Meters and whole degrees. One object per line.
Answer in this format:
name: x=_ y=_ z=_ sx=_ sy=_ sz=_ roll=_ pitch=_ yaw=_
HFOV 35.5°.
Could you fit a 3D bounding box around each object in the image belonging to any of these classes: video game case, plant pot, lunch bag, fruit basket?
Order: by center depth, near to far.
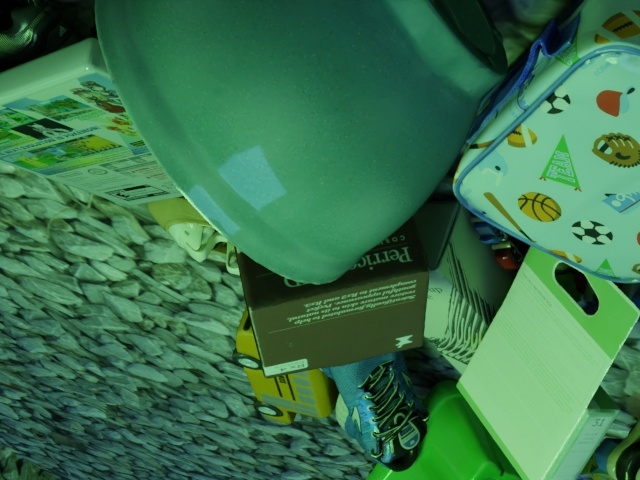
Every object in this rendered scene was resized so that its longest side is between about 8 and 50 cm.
plant pot: x=0.011 y=-0.143 z=0.737 sx=0.196 sy=0.293 sz=0.293 roll=-33 pitch=127 yaw=24
lunch bag: x=0.253 y=-0.085 z=0.817 sx=0.243 sy=0.115 sz=0.303 roll=28 pitch=152 yaw=-7
video game case: x=-0.220 y=-0.110 z=1.068 sx=0.329 sy=0.036 sz=0.300 roll=-7 pitch=161 yaw=41
fruit basket: x=0.187 y=0.406 z=1.579 sx=0.283 sy=0.392 sz=0.392 roll=32 pitch=150 yaw=-21

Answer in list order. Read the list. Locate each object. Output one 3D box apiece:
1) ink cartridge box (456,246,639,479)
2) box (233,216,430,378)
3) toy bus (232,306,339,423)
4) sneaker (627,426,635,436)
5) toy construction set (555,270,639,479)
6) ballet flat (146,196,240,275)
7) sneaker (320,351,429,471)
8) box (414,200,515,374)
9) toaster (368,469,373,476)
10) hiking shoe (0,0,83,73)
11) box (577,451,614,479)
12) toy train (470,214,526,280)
ink cartridge box: x=0.242 y=0.118 z=1.027 sx=0.056 sy=0.171 sz=0.235 roll=7 pitch=121 yaw=-30
box: x=0.000 y=0.000 z=0.983 sx=0.169 sy=0.203 sz=0.167 roll=-12 pitch=150 yaw=-4
toy bus: x=-0.041 y=0.169 z=1.469 sx=0.130 sy=0.108 sz=0.332 roll=11 pitch=150 yaw=14
sneaker: x=0.478 y=0.312 z=1.428 sx=0.132 sy=0.086 sz=0.228 roll=30 pitch=141 yaw=-8
toy construction set: x=0.403 y=0.108 z=0.994 sx=0.237 sy=0.257 sz=0.309 roll=-14 pitch=169 yaw=-15
ballet flat: x=-0.121 y=0.000 z=1.253 sx=0.232 sy=0.073 sz=0.080 roll=15 pitch=151 yaw=11
sneaker: x=0.090 y=0.209 z=1.362 sx=0.147 sy=0.130 sz=0.330 roll=48 pitch=165 yaw=36
box: x=0.169 y=0.069 z=1.163 sx=0.113 sy=0.094 sz=0.275 roll=-3 pitch=145 yaw=41
toaster: x=0.196 y=0.529 z=1.957 sx=0.186 sy=0.110 sz=0.168 roll=-4 pitch=145 yaw=37
hiking shoe: x=-0.344 y=-0.213 z=1.033 sx=0.227 sy=0.086 sz=0.114 roll=-3 pitch=129 yaw=30
box: x=0.440 y=0.388 z=1.617 sx=0.105 sy=0.043 sz=0.179 roll=28 pitch=154 yaw=-12
toy train: x=0.207 y=0.014 z=1.102 sx=0.027 sy=0.036 sz=0.158 roll=-4 pitch=144 yaw=38
